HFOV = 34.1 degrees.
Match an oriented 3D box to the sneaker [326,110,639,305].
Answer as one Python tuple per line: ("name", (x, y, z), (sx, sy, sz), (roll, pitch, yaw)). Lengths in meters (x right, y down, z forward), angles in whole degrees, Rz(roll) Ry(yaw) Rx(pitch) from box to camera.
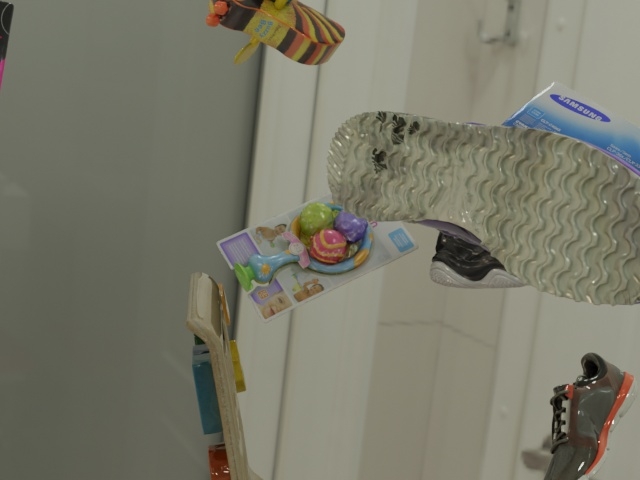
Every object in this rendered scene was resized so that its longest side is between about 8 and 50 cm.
("sneaker", (0.153, -0.035, 0.761), (0.146, 0.102, 0.293), (1, 17, -45))

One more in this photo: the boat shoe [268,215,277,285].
("boat shoe", (-0.063, 0.029, 1.789), (0.048, 0.153, 0.056), (9, -35, -28))

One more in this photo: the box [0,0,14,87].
("box", (-0.414, -0.119, 1.082), (0.142, 0.247, 0.163), (10, -20, -18))

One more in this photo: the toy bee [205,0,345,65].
("toy bee", (-0.113, -0.358, 1.651), (0.298, 0.195, 0.162), (19, 41, 6))

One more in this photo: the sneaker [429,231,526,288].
("sneaker", (0.260, -0.019, 1.264), (0.269, 0.153, 0.101), (-2, -3, 24))

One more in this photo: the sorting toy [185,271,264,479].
("sorting toy", (-0.092, 0.147, 0.968), (0.041, 0.229, 0.307), (-13, 11, -4))

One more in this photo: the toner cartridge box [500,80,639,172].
("toner cartridge box", (0.461, -0.109, 1.638), (0.348, 0.075, 0.165), (35, 52, 23))

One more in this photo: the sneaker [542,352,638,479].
("sneaker", (0.222, 0.163, 0.924), (0.065, 0.061, 0.158), (42, 52, -1))

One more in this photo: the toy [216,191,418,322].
("toy", (-0.003, -0.003, 1.374), (0.237, 0.056, 0.136), (-27, 65, -15))
